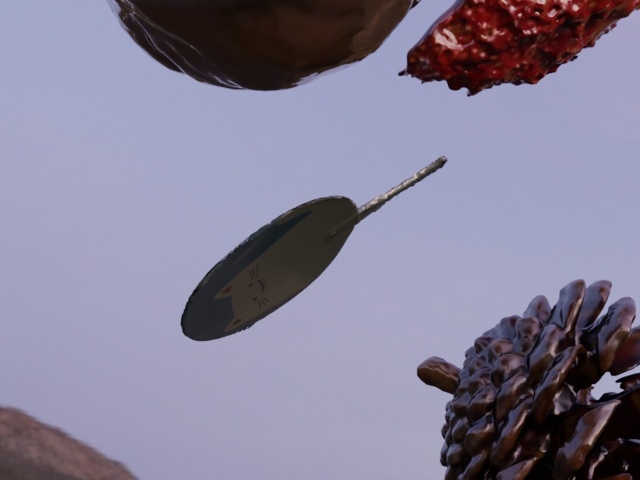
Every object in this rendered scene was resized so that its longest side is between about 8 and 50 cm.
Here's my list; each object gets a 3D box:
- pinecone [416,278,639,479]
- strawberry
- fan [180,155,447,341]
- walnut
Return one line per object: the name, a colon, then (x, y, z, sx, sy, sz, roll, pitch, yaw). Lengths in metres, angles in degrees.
pinecone: (0.214, 0.164, 0.727, 0.309, 0.244, 0.244, 37, -24, 3)
strawberry: (0.183, -0.191, 0.819, 0.098, 0.228, 0.174, 52, -29, 7)
fan: (0.000, 0.000, 0.530, 0.005, 0.175, 0.113, 52, -17, 20)
walnut: (-0.028, -0.218, 0.557, 0.227, 0.273, 0.273, 36, -21, 10)
